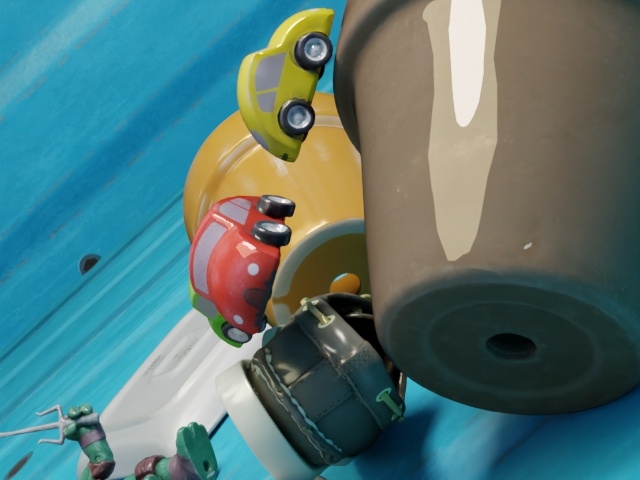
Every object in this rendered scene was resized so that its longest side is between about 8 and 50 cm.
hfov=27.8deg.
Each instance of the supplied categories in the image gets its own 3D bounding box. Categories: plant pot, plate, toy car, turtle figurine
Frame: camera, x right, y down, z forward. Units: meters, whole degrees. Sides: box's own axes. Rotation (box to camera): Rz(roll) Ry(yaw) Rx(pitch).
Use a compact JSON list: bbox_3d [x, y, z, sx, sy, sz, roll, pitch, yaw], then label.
[{"bbox_3d":[0.000,0.000,1.087,0.205,0.205,0.188,-42,28,6],"label":"plant pot"},{"bbox_3d":[-0.132,0.131,1.350,0.277,0.045,0.278,-52,15,-30],"label":"plate"},{"bbox_3d":[-0.050,-0.007,0.818,0.225,0.053,0.239,110,173,-53],"label":"toy car"},{"bbox_3d":[-0.207,0.226,1.120,0.234,0.118,0.175,-17,41,30],"label":"turtle figurine"},{"bbox_3d":[0.123,-0.029,0.756,0.263,0.263,0.229,-30,38,44],"label":"plant pot"}]

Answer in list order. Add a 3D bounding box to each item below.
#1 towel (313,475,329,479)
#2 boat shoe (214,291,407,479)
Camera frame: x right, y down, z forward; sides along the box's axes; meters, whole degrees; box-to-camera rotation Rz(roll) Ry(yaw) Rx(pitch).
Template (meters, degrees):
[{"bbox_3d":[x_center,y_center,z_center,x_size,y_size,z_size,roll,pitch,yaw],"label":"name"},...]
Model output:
[{"bbox_3d":[-0.020,0.189,0.919,0.060,0.009,0.083,-46,14,-17],"label":"towel"},{"bbox_3d":[0.014,0.087,0.853,0.091,0.109,0.305,-37,-4,7],"label":"boat shoe"}]
